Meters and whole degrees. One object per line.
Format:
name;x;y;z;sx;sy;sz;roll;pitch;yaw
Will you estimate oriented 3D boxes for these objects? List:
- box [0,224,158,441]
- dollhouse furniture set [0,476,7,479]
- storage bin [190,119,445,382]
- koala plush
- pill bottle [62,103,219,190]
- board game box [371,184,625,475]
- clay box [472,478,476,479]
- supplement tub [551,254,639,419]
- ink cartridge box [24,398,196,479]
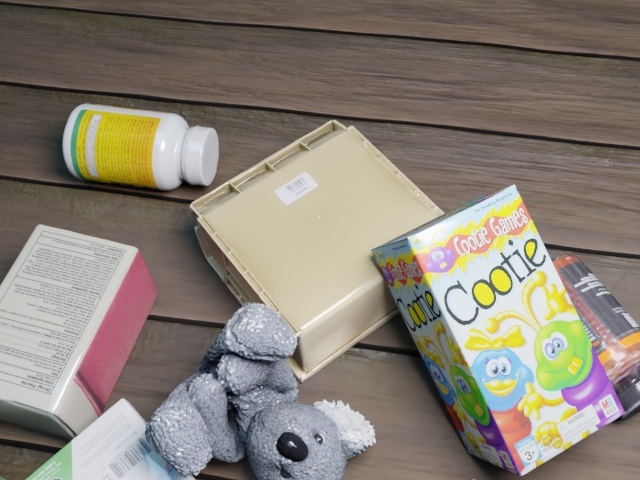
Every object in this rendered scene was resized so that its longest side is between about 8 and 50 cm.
box;-0.328;0.117;0.931;0.149;0.126;0.232;13;59;11
dollhouse furniture set;-0.288;0.351;0.738;0.302;0.151;0.197;-2;72;51
storage bin;0.000;0.000;0.995;0.262;0.123;0.260;-33;61;-17
koala plush;-0.058;0.214;0.848;0.221;0.203;0.196;38;74;1
pill bottle;-0.265;-0.137;1.100;0.209;0.117;0.117;7;58;8
board game box;0.194;0.098;0.837;0.144;0.142;0.275;-26;90;-13
clay box;0.147;0.383;0.776;0.127;0.053;0.222;35;64;23
supplement tub;0.336;0.120;0.908;0.106;0.106;0.197;-25;59;-13
ink cartridge box;-0.208;0.312;0.818;0.154;0.093;0.212;-40;62;-20
